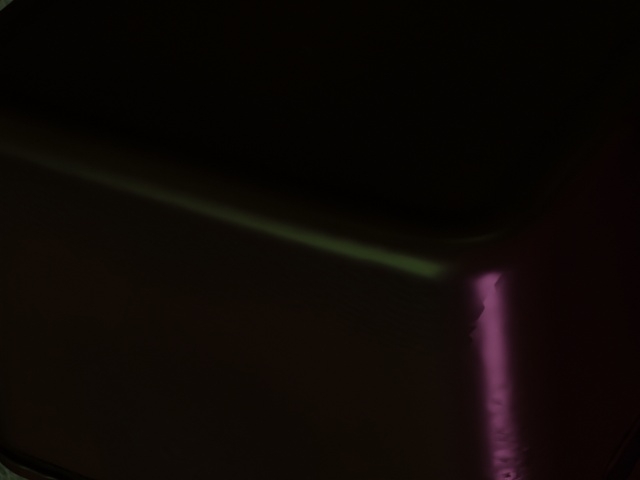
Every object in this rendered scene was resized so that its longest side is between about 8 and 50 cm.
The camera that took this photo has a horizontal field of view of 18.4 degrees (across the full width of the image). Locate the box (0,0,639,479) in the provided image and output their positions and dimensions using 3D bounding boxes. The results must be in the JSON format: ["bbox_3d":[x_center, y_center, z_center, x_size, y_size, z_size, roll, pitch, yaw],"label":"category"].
[{"bbox_3d":[0.000,0.000,0.965,0.339,0.239,0.229,16,134,27],"label":"box"}]
